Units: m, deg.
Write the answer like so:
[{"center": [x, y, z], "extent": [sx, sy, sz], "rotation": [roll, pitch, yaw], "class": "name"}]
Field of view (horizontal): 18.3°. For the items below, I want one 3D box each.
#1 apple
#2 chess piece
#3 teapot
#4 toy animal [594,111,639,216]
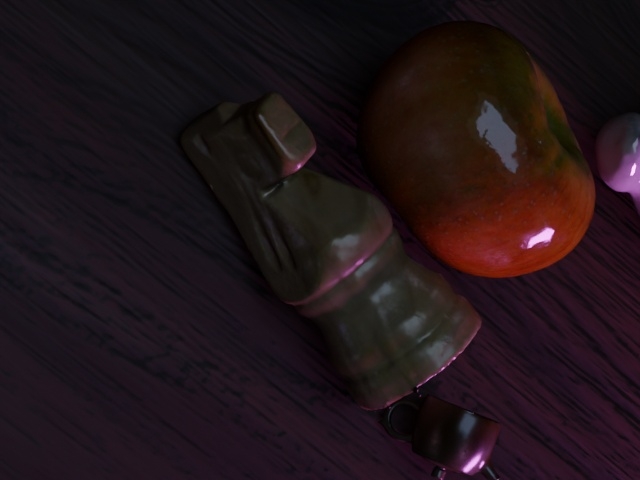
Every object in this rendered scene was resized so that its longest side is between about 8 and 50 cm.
[{"center": [0.135, -0.075, 1.761], "extent": [0.173, 0.210, 0.235], "rotation": [-27, 87, 15], "class": "apple"}, {"center": [0.000, 0.000, 1.742], "extent": [0.137, 0.137, 0.301], "rotation": [-43, 100, -19], "class": "chess piece"}, {"center": [0.111, 0.181, 1.804], "extent": [0.121, 0.076, 0.068], "rotation": [21, 88, 8], "class": "teapot"}, {"center": [0.406, -0.079, 1.773], "extent": [0.241, 0.367, 0.196], "rotation": [7, 82, -17], "class": "toy animal"}]
